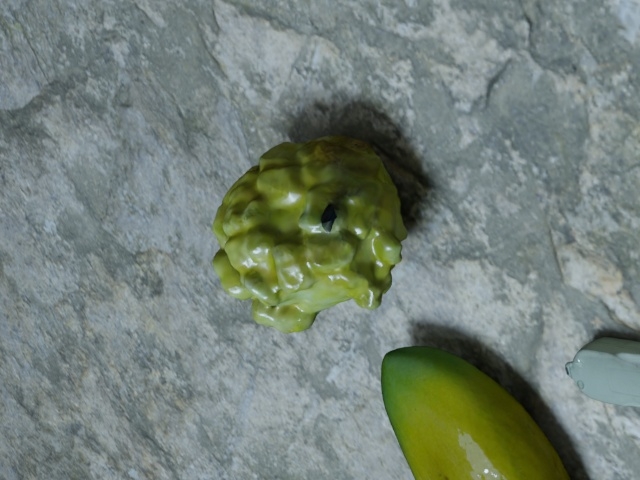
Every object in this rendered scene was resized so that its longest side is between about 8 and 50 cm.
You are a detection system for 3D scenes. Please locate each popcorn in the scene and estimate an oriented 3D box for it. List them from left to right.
[{"bbox_3d":[-0.004,-0.007,1.075,0.173,0.173,0.142,26,141,37],"label":"popcorn"}]

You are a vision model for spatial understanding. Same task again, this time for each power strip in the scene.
[{"bbox_3d":[0.259,0.101,0.944,0.191,0.030,0.047,6,116,47],"label":"power strip"}]

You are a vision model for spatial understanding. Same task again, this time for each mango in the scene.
[{"bbox_3d":[0.136,0.190,1.093,0.137,0.091,0.237,-26,93,46],"label":"mango"}]
